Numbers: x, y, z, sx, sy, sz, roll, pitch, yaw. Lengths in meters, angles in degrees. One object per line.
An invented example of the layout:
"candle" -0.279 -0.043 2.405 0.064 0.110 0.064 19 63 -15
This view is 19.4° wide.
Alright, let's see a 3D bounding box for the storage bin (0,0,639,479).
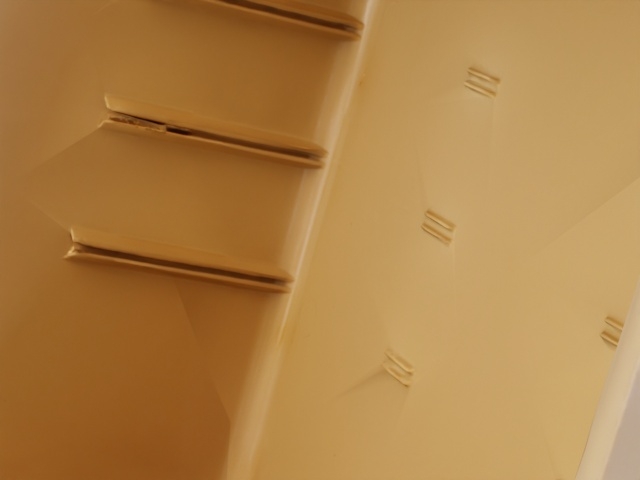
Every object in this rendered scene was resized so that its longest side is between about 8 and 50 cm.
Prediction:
"storage bin" 0.000 0.000 0.432 0.123 0.260 0.262 11 101 -26
